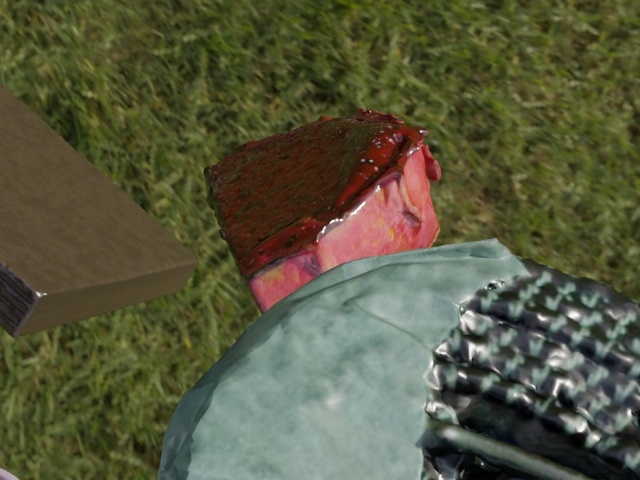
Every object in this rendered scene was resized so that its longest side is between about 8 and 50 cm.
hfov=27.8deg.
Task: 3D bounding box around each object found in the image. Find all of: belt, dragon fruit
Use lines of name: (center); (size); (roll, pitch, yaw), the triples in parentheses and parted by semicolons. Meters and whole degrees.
belt: (0.062, 0.120, 0.478); (0.258, 0.207, 0.150); (22, 147, 2)
dragon fruit: (0.000, 0.000, 0.937); (0.163, 0.261, 0.189); (-3, 112, -13)

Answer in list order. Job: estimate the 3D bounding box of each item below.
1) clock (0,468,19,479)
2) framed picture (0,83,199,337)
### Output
clock: (-0.220, 0.160, 0.650); (0.110, 0.152, 0.050); (30, 126, -3)
framed picture: (-0.147, -0.029, 0.563); (0.168, 0.128, 0.023); (40, 109, 15)
